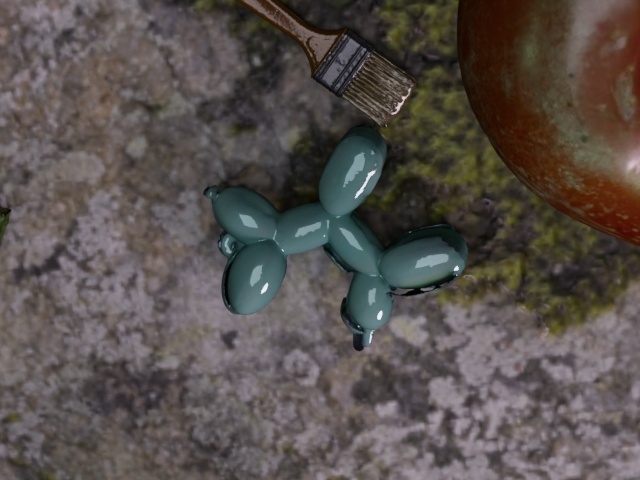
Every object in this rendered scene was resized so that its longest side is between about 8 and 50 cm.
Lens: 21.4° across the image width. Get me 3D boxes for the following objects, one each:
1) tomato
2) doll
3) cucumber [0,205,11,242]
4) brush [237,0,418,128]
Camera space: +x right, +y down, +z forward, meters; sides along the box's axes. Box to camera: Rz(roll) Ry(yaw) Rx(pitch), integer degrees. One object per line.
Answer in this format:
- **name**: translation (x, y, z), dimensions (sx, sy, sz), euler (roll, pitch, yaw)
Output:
- **tomato**: translation (0.214, -0.134, 0.996), dimensions (0.270, 0.223, 0.270), euler (-1, 112, -2)
- **doll**: translation (0.000, 0.000, 1.150), dimensions (0.159, 0.059, 0.158), euler (44, 107, -8)
- **cucumber**: translation (-0.269, 0.016, 1.205), dimensions (0.067, 0.035, 0.107), euler (22, 110, -1)
- **brush**: translation (-0.012, -0.139, 1.135), dimensions (0.170, 0.014, 0.043), euler (36, 110, -2)
